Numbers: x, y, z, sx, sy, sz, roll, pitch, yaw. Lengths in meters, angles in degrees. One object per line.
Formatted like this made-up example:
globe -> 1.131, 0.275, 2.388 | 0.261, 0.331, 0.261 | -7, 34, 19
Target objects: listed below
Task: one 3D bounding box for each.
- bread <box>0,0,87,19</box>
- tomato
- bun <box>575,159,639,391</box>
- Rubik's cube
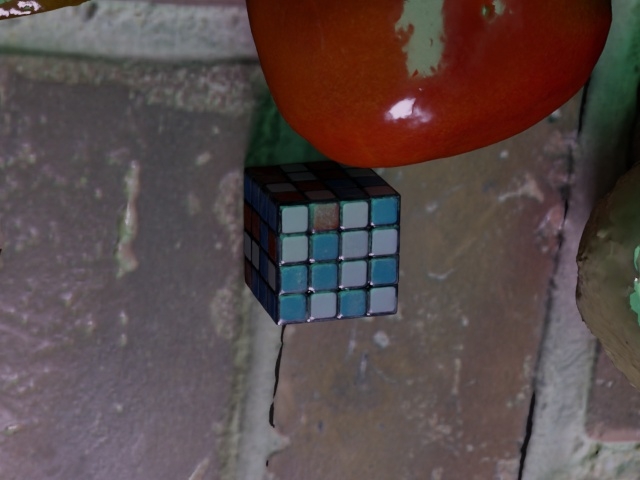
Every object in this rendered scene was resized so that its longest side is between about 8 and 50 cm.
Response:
bread -> -0.211, -0.229, 1.193 | 0.132, 0.103, 0.172 | -12, 113, -8
tomato -> 0.075, -0.167, 1.271 | 0.259, 0.180, 0.260 | -6, 106, -23
bun -> 0.307, 0.015, 1.429 | 0.259, 0.152, 0.259 | -4, 100, -24
Rubik's cube -> 0.000, 0.000, 1.353 | 0.092, 0.092, 0.092 | -4, 110, -17
